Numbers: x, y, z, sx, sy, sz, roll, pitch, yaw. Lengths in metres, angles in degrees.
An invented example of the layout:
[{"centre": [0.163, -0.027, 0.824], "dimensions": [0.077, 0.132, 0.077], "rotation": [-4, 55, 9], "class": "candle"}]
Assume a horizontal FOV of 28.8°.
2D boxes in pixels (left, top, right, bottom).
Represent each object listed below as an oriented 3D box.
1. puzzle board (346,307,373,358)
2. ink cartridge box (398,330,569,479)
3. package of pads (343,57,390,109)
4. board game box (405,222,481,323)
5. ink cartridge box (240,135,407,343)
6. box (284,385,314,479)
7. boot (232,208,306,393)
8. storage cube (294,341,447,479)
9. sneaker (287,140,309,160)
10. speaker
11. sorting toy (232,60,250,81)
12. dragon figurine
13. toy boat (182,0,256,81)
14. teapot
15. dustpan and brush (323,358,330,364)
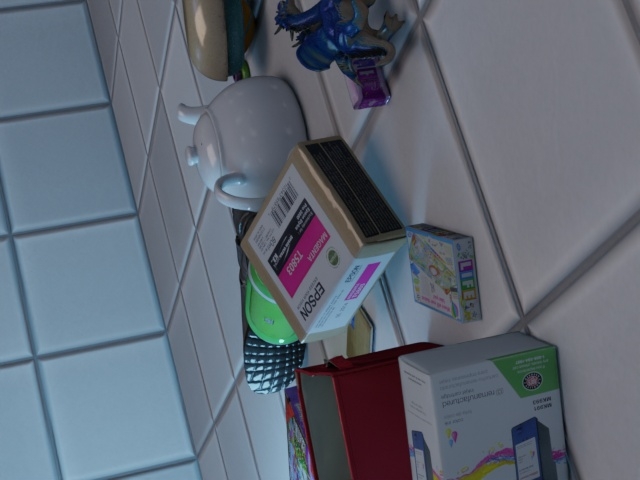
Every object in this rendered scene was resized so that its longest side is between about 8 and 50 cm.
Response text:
[{"centre": [0.063, 0.159, 1.959], "dimensions": [0.096, 0.011, 0.128], "rotation": [-120, 26, -51], "class": "puzzle board"}, {"centre": [0.180, 0.222, 1.356], "dimensions": [0.093, 0.154, 0.213], "rotation": [-157, 59, -69], "class": "ink cartridge box"}, {"centre": [0.058, -0.220, 1.674], "dimensions": [0.032, 0.050, 0.083], "rotation": [122, 136, -66], "class": "package of pads"}, {"centre": [0.152, 0.038, 1.561], "dimensions": [0.154, 0.026, 0.104], "rotation": [-157, 58, -70], "class": "board game box"}, {"centre": [0.000, 0.000, 1.775], "dimensions": [0.193, 0.088, 0.235], "rotation": [57, 138, 26], "class": "ink cartridge box"}, {"centre": [-0.006, 0.424, 2.228], "dimensions": [0.201, 0.057, 0.293], "rotation": [-118, 19, -45], "class": "box"}, {"centre": [-0.105, 0.098, 2.348], "dimensions": [0.223, 0.118, 0.338], "rotation": [-127, 38, -67], "class": "boot"}, {"centre": [0.095, 0.240, 1.585], "dimensions": [0.183, 0.193, 0.215], "rotation": [165, 93, -73], "class": "storage cube"}, {"centre": [0.009, -0.039, 1.923], "dimensions": [0.095, 0.090, 0.235], "rotation": [-51, -48, -88], "class": "sneaker"}, {"centre": [-0.061, 0.084, 2.072], "dimensions": [0.296, 0.131, 0.131], "rotation": [102, 153, -70], "class": "speaker"}, {"centre": [-0.156, -0.287, 2.355], "dimensions": [0.061, 0.042, 0.102], "rotation": [-133, 36, -61], "class": "sorting toy"}, {"centre": [0.027, -0.251, 1.595], "dimensions": [0.144, 0.085, 0.289], "rotation": [-56, 38, 26], "class": "dragon figurine"}, {"centre": [-0.161, -0.421, 2.162], "dimensions": [0.318, 0.148, 0.268], "rotation": [148, 115, -80], "class": "toy boat"}, {"centre": [-0.136, -0.153, 2.119], "dimensions": [0.256, 0.187, 0.253], "rotation": [146, 113, -71], "class": "teapot"}, {"centre": [0.031, 0.264, 2.039], "dimensions": [0.211, 0.060, 0.147], "rotation": [150, 109, -73], "class": "dustpan and brush"}]
